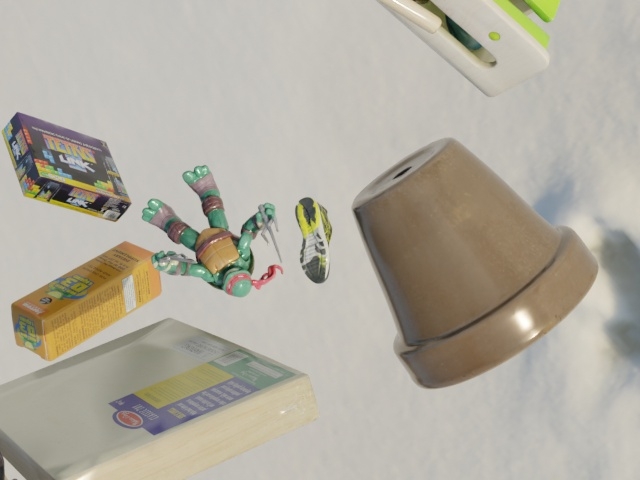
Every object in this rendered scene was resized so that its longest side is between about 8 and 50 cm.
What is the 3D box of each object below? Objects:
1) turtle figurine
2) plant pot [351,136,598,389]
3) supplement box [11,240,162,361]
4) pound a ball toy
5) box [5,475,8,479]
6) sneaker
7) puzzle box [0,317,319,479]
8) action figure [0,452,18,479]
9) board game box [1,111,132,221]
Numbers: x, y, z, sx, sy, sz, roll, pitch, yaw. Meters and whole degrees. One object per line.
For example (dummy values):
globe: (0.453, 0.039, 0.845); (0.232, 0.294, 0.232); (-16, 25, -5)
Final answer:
turtle figurine: (-0.145, 0.006, 1.754); (0.234, 0.175, 0.118); (50, 161, 42)
plant pot: (0.160, 0.008, 1.540); (0.229, 0.263, 0.263); (56, 147, -9)
supplement box: (-0.345, 0.087, 1.940); (0.078, 0.233, 0.080); (21, 129, 33)
pound a ball toy: (0.081, -0.259, 1.284); (0.319, 0.208, 0.135); (36, 146, -22)
box: (-0.469, 0.360, 1.520); (0.311, 0.121, 0.148); (-86, -25, -66)
sneaker: (0.000, 0.000, 1.235); (0.031, 0.035, 0.083); (-12, 78, 31)
puzzle box: (-0.209, 0.182, 1.419); (0.409, 0.272, 0.052); (12, 120, 63)
action figure: (-0.406, 0.271, 1.154); (0.185, 0.285, 0.099); (47, 146, 41)
board game box: (-0.377, -0.109, 1.943); (0.048, 0.170, 0.141); (-45, 52, 24)
